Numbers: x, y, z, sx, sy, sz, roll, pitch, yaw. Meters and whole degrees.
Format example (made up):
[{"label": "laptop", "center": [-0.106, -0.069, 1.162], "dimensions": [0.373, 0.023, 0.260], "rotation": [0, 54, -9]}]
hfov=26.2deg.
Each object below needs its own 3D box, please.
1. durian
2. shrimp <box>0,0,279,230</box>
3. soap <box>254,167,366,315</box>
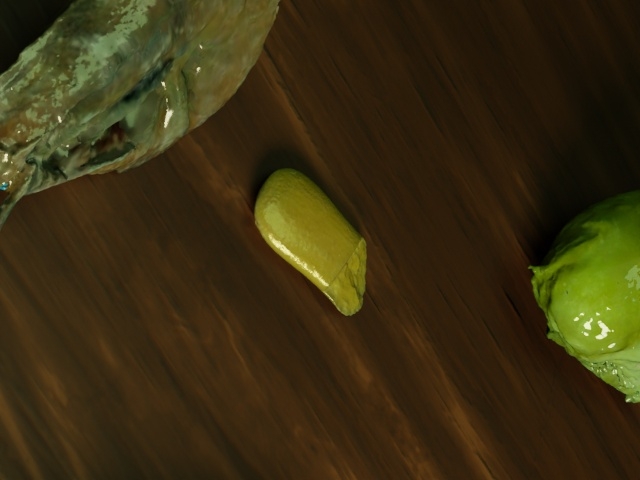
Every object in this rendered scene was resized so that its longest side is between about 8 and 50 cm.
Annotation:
[{"label": "durian", "center": [0.396, 0.055, 1.558], "dimensions": [0.340, 0.204, 0.255], "rotation": [29, 76, -27]}, {"label": "shrimp", "center": [-0.195, -0.124, 1.203], "dimensions": [0.446, 0.110, 0.221], "rotation": [-42, 148, -25]}, {"label": "soap", "center": [0.000, 0.000, 1.379], "dimensions": [0.168, 0.033, 0.089], "rotation": [42, 61, -23]}]
